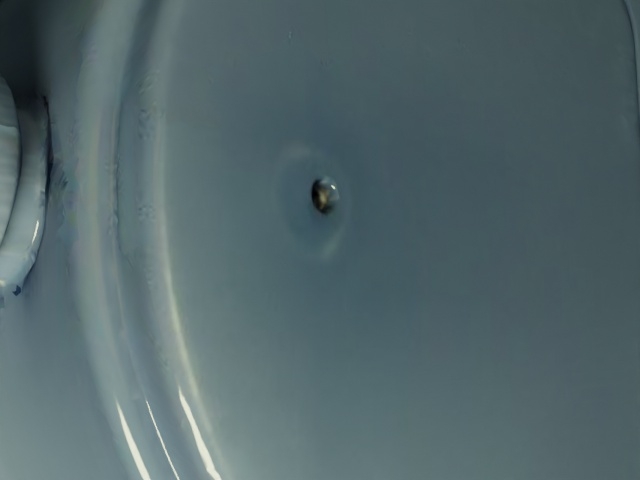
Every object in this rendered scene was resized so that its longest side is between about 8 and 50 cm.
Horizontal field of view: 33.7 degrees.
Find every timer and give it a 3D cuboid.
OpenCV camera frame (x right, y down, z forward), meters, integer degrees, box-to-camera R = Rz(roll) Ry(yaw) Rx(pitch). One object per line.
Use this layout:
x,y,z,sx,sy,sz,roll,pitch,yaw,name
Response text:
0.000,0.000,0.471,0.395,0.173,0.395,7,80,-43,timer

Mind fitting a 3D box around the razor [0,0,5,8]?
-0.259,-0.036,0.393,0.204,0.113,0.349,35,65,-19,razor
